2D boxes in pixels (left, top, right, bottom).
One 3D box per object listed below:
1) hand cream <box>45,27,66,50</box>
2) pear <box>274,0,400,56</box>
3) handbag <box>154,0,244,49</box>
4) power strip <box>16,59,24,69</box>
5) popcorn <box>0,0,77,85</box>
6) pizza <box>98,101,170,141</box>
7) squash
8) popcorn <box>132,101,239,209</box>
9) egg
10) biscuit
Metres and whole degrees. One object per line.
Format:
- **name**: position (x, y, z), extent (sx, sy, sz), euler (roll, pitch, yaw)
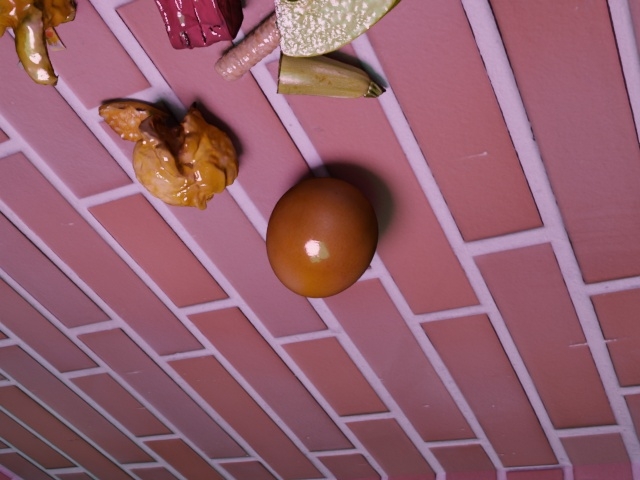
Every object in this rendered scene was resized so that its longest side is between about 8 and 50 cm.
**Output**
- **hand cream**: position (-0.559, -0.432, 1.443), extent (0.035, 0.022, 0.102), euler (-5, 139, 8)
- **pear**: position (0.031, -0.465, 1.160), extent (0.292, 0.159, 0.292), euler (4, 130, 5)
- **handbag**: position (-0.228, -0.457, 1.243), extent (0.135, 0.146, 0.225), euler (-5, 134, 11)
- **power strip**: position (-0.619, -0.390, 1.495), extent (0.083, 0.027, 0.017), euler (-25, 126, 36)
- **popcorn**: position (-0.560, -0.462, 1.245), extent (0.290, 0.325, 0.321), euler (16, 97, 4)
- **pizza**: position (-0.412, -0.266, 1.569), extent (0.160, 0.036, 0.099), euler (9, 137, 5)
- **squash**: position (0.023, -0.316, 1.387), extent (0.224, 0.094, 0.094), euler (9, 138, -8)
- **popcorn**: position (-0.298, -0.170, 1.527), extent (0.190, 0.191, 0.253), euler (-22, 126, 31)
- **egg**: position (0.000, 0.000, 1.593), extent (0.250, 0.250, 0.322), euler (16, 146, -3)
- **biscuit**: position (-0.117, -0.382, 1.358), extent (0.061, 0.055, 0.219), euler (28, 137, -36)
